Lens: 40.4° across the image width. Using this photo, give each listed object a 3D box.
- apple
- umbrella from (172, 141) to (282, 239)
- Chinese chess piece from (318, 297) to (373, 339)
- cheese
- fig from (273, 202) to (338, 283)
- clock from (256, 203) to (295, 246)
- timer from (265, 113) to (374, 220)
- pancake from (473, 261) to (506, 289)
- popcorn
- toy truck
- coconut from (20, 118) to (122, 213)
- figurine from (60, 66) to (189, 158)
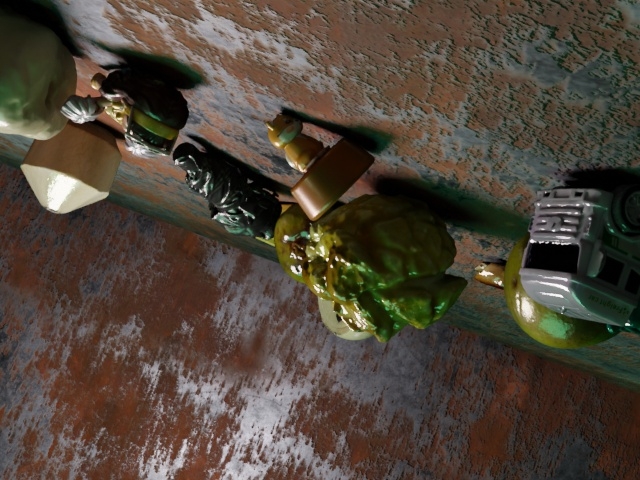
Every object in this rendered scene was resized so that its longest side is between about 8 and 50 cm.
[{"bbox_3d":[0.359,0.059,1.258,0.196,0.196,0.157,12,134,49],"label":"apple"},{"bbox_3d":[-0.207,-0.111,1.836,0.154,0.128,0.337,-6,151,39],"label":"umbrella"},{"bbox_3d":[0.089,0.139,2.305,0.101,0.250,0.250,5,-178,-31],"label":"Chinese chess piece"},{"bbox_3d":[-0.448,-0.240,1.279,0.251,0.173,0.248,28,178,-41],"label":"cheese"},{"bbox_3d":[0.000,0.000,1.876,0.181,0.181,0.191,15,-167,34],"label":"fig"},{"bbox_3d":[-0.068,-0.029,2.112,0.143,0.096,0.202,28,169,-31],"label":"clock"},{"bbox_3d":[-0.018,-0.126,1.277,0.152,0.132,0.132,45,171,-3],"label":"timer"},{"bbox_3d":[0.438,0.100,1.828,0.257,0.056,0.212,13,169,46],"label":"pancake"},{"bbox_3d":[0.104,0.044,1.528,0.282,0.247,0.282,50,165,19],"label":"popcorn"},{"bbox_3d":[0.424,0.055,1.092,0.363,0.178,0.176,26,171,-22],"label":"toy truck"},{"bbox_3d":[-0.563,-0.165,1.958,0.202,0.222,0.202,20,167,5],"label":"coconut"},{"bbox_3d":[-0.291,-0.205,1.340,0.175,0.115,0.240,30,171,-41],"label":"figurine"}]
